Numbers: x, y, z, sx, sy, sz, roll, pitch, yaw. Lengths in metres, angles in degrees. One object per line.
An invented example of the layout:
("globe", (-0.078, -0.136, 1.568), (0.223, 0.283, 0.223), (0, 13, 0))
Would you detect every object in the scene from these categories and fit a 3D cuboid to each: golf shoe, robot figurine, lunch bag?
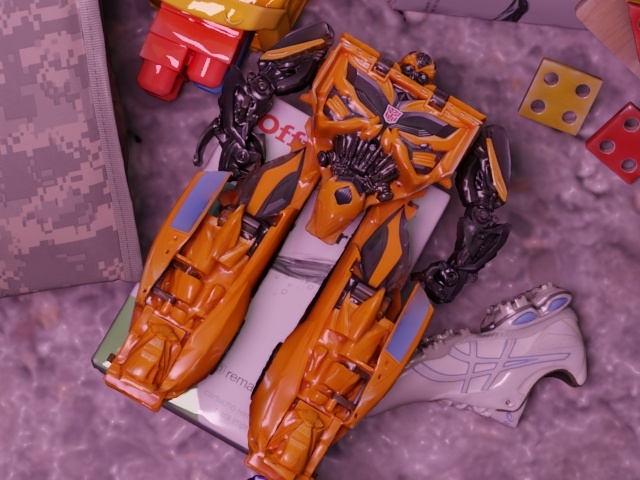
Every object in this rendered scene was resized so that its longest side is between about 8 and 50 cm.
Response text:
("golf shoe", (0.106, 0.097, 1.113), (0.176, 0.069, 0.086), (-23, 89, -7))
("robot figurine", (0.000, 0.000, 1.012), (0.211, 0.085, 0.291), (30, 78, -1))
("lunch bag", (-0.247, -0.111, 1.009), (0.235, 0.169, 0.287), (-9, 120, -7))

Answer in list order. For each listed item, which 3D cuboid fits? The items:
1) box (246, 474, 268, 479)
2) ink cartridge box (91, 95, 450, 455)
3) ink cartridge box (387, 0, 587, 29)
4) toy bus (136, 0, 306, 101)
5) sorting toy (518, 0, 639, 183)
("box", (-0.001, 0.236, 1.074), (0.126, 0.072, 0.137), (13, 80, -4))
("ink cartridge box", (-0.033, 0.028, 1.096), (0.160, 0.092, 0.219), (29, 79, -1))
("ink cartridge box", (0.158, -0.239, 1.161), (0.208, 0.087, 0.153), (4, 79, -4))
("toy bus", (-0.063, -0.194, 1.074), (0.149, 0.220, 0.211), (24, 86, 3))
("sorting toy", (0.260, -0.144, 1.093), (0.132, 0.046, 0.274), (41, 115, -17))
